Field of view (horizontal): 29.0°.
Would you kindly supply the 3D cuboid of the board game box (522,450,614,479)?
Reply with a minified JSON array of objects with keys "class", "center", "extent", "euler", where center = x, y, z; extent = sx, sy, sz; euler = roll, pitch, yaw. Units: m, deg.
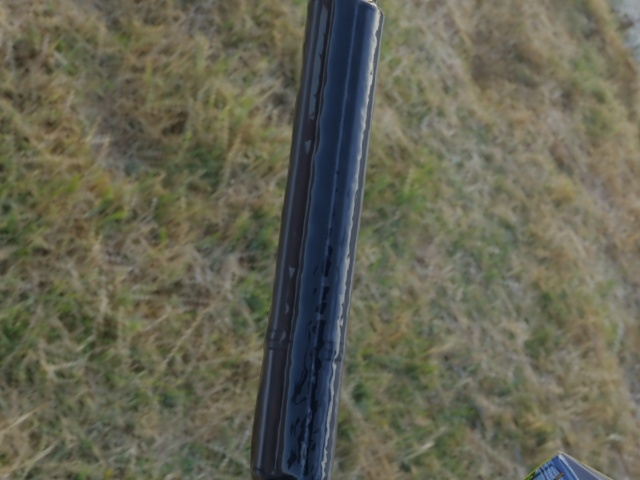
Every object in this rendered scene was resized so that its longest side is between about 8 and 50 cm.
[{"class":"board game box","center":[0.065,0.171,0.370],"extent":[0.194,0.194,0.060],"euler":[31,20,-39]}]

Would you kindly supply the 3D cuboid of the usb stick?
[{"class":"usb stick","center":[0.000,0.000,0.672],"extent":[0.077,0.045,0.278],"euler":[45,51,-80]}]
